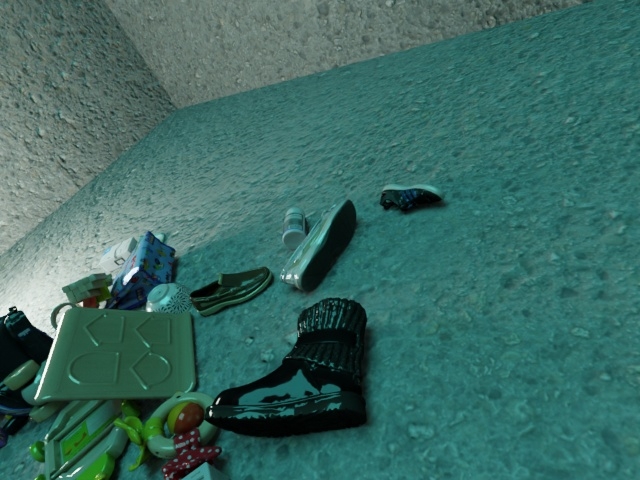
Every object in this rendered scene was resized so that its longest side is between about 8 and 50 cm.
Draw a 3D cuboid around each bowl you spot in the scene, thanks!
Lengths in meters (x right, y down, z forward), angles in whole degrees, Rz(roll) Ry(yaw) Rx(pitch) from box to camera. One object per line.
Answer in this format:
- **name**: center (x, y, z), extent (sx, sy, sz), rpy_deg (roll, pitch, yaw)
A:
- **bowl**: center (-0.507, 0.194, 1.324), extent (0.170, 0.080, 0.170), rpy_deg (-19, 36, 15)

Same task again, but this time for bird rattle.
- **bird rattle**: center (-0.311, 0.415, 0.891), extent (0.254, 0.143, 0.207), rpy_deg (-4, 26, 27)

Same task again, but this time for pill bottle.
- **pill bottle**: center (-0.082, -0.043, 1.319), extent (0.078, 0.078, 0.137), rpy_deg (-20, 37, 14)

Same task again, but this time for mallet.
- **mallet**: center (-0.961, 0.537, 1.264), extent (0.190, 0.039, 0.062), rpy_deg (9, 51, 46)

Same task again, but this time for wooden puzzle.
- **wooden puzzle**: center (-0.526, 0.309, 1.093), extent (0.348, 0.080, 0.322), rpy_deg (5, 28, -23)

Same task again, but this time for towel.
- **towel**: center (-0.719, 0.021, 1.703), extent (0.113, 0.023, 0.152), rpy_deg (-11, 37, -2)

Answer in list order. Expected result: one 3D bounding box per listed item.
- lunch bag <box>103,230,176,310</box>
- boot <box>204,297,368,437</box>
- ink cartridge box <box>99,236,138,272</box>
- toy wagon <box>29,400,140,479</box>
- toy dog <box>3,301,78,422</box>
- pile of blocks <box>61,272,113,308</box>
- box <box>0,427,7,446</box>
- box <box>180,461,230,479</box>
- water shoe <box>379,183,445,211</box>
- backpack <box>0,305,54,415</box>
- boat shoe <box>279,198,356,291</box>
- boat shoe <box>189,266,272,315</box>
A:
- **lunch bag**: center (-0.688, 0.145, 1.482), extent (0.293, 0.138, 0.221), rpy_deg (-36, 36, 14)
- **boot**: center (-0.063, 0.269, 0.877), extent (0.348, 0.131, 0.260), rpy_deg (-9, 46, 10)
- **ink cartridge box**: center (-0.839, 0.053, 1.739), extent (0.180, 0.060, 0.104), rpy_deg (-24, 36, 8)
- **toy wagon**: center (-0.575, 0.501, 1.011), extent (0.267, 0.068, 0.344), rpy_deg (-42, 38, -16)
- **toy dog**: center (-0.707, 0.345, 1.161), extent (0.161, 0.220, 0.333), rpy_deg (-11, 47, 38)
- **pile of blocks**: center (-0.783, 0.200, 1.413), extent (0.149, 0.112, 0.362), rpy_deg (-24, -1, -30)
- **box**: center (-1.066, 0.541, 1.105), extent (0.201, 0.293, 0.057), rpy_deg (-39, 34, -13)
- **box**: center (-0.221, 0.497, 0.753), extent (0.102, 0.087, 0.101), rpy_deg (-34, 36, -5)
- **water shoe**: center (0.267, -0.117, 1.193), extent (0.203, 0.073, 0.080), rpy_deg (9, 72, 46)
- **backpack**: center (-0.906, 0.388, 1.211), extent (0.213, 0.263, 0.276), rpy_deg (-48, 11, 51)
- **boat shoe**: center (0.000, 0.003, 1.179), extent (0.103, 0.118, 0.320), rpy_deg (12, 59, 37)
- **boat shoe**: center (-0.271, 0.139, 1.214), extent (0.257, 0.095, 0.095), rpy_deg (-28, 36, 2)
